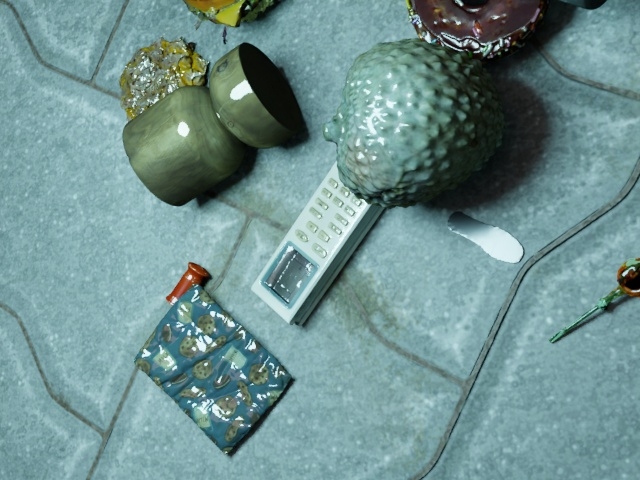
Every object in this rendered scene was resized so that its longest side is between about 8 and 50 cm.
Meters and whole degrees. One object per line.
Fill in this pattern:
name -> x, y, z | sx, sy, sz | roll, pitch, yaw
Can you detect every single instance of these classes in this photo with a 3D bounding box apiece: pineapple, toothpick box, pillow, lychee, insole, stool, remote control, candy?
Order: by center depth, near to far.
candy -> 0.395, 0.090, 1.258 | 0.185, 0.049, 0.055 | -42, 56, 25
lychee -> 0.138, -0.168, 1.322 | 0.275, 0.255, 0.255 | 3, 79, -11
insole -> 0.252, -0.006, 1.370 | 0.135, 0.002, 0.045 | 30, 94, 30
remote control -> 0.000, 0.000, 1.477 | 0.103, 0.055, 0.277 | 40, 100, 29
pillow -> -0.189, 0.216, 1.533 | 0.255, 0.034, 0.189 | 42, 101, 19
stool -> -0.188, -0.196, 1.547 | 0.264, 0.179, 0.179 | -31, 67, 21
toothpick box -> -0.236, 0.081, 1.597 | 0.047, 0.047, 0.083 | 38, 98, 29
pineapple -> -0.308, -0.293, 1.693 | 0.225, 0.076, 0.224 | -5, 80, 29

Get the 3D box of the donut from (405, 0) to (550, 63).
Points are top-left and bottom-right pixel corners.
donut -> 0.251, -0.379, 1.393 | 0.235, 0.089, 0.235 | -6, 77, 27

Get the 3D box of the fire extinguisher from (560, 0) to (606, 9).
fire extinguisher -> 0.265, -0.463, 1.300 | 0.376, 0.113, 0.200 | 28, 68, 30

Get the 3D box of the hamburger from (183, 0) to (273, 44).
hamburger -> -0.159, -0.490, 1.610 | 0.243, 0.139, 0.261 | 39, 99, 31
